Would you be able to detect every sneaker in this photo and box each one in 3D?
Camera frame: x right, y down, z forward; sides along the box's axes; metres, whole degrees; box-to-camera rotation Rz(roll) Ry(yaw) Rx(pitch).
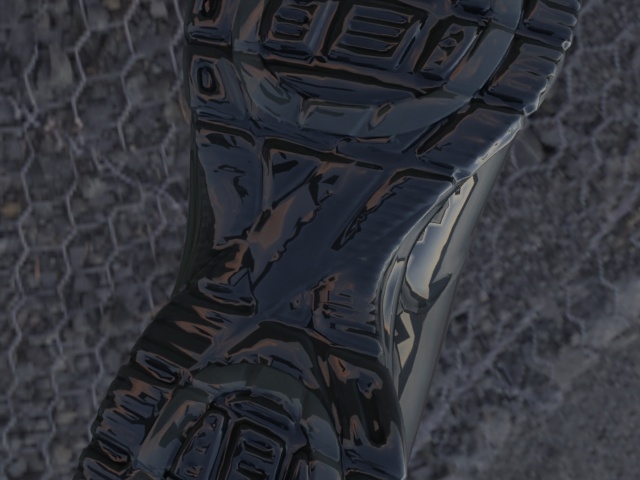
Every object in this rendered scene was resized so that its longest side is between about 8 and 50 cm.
[{"bbox_3d":[0.000,0.000,0.437,0.109,0.130,0.286,20,78,5],"label":"sneaker"}]
